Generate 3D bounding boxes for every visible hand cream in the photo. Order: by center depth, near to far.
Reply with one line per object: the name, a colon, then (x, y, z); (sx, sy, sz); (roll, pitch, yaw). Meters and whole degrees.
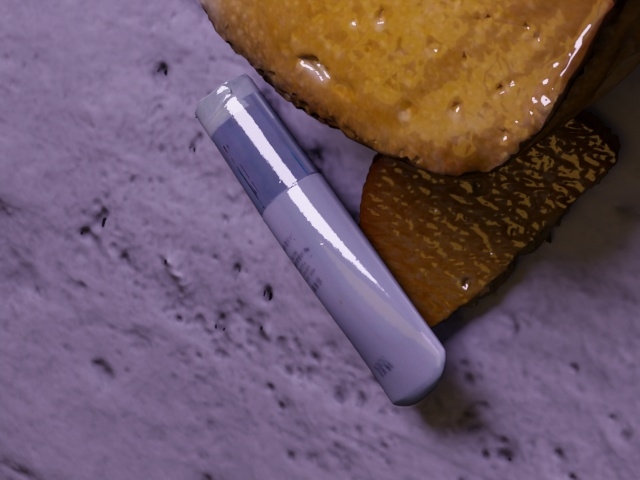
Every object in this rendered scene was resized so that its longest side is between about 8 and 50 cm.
hand cream: (0.000, 0.000, 0.863); (0.255, 0.048, 0.079); (54, 152, 12)

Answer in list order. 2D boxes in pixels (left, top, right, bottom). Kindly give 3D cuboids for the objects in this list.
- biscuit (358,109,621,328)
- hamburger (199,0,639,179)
biscuit: (0.094, -0.032, 0.833); (0.126, 0.025, 0.206); (49, 122, 7)
hamburger: (0.074, -0.199, 0.703); (0.284, 0.174, 0.304); (44, 122, 14)
